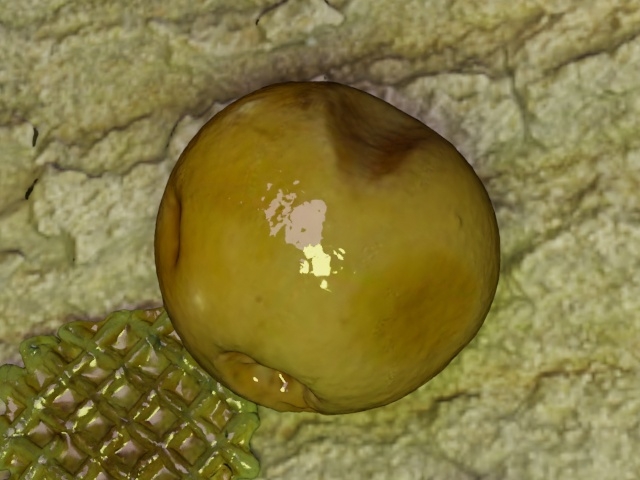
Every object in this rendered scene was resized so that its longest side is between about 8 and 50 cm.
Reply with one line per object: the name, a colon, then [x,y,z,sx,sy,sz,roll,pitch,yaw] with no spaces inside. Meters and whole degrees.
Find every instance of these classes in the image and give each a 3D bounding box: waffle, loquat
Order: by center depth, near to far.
loquat: [0.004,0.000,1.097,0.213,0.213,0.213,-4,72,12]
waffle: [-0.128,0.128,1.174,0.184,0.036,0.169,-12,72,10]
